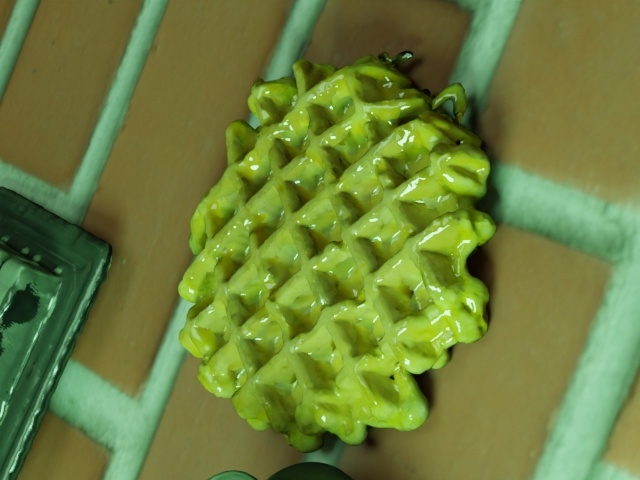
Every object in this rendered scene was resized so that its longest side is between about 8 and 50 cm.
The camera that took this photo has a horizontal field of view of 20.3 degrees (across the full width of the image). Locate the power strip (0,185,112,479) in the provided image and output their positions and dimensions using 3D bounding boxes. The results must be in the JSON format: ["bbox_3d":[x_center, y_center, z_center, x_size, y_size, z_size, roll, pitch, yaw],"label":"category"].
[{"bbox_3d":[-0.306,0.085,1.583,0.257,0.092,0.251,23,95,53],"label":"power strip"}]

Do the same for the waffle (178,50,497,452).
[{"bbox_3d":[0.007,0.003,1.295,0.329,0.062,0.329,-22,58,41],"label":"waffle"}]

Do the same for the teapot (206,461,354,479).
[{"bbox_3d":[-0.014,0.210,1.187,0.166,0.119,0.130,1,76,47],"label":"teapot"}]
